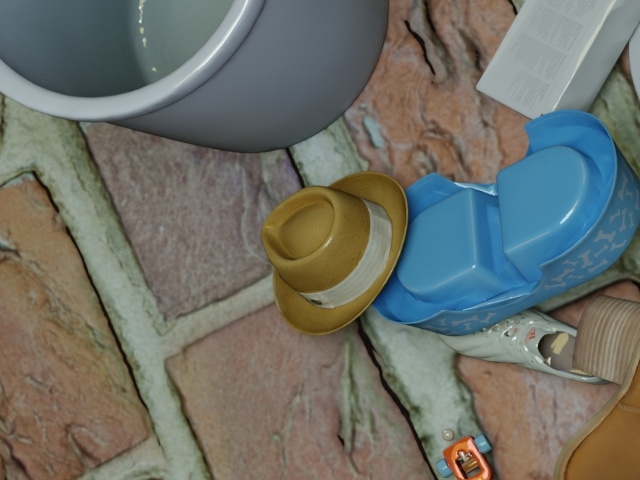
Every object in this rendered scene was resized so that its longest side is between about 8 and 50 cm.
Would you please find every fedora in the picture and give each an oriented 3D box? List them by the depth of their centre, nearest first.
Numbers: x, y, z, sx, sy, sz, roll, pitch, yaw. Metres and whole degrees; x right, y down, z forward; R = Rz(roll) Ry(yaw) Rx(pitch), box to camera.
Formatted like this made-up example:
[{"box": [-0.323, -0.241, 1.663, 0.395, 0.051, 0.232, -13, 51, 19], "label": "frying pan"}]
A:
[{"box": [0.000, 0.000, 1.743, 0.194, 0.079, 0.194, -31, 44, 35], "label": "fedora"}]

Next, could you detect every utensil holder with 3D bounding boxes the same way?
[{"box": [-0.134, -0.255, 1.689, 0.328, 0.385, 0.327, -1, 86, 19], "label": "utensil holder"}]

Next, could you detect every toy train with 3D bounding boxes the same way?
[{"box": [0.121, 0.272, 1.744, 0.166, 0.046, 0.125, -38, 74, 10], "label": "toy train"}]

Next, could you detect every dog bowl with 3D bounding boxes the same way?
[{"box": [0.178, -0.007, 1.675, 0.297, 0.074, 0.166, -27, 47, 32], "label": "dog bowl"}]

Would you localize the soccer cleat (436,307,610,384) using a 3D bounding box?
[{"box": [0.201, 0.095, 1.709, 0.196, 0.076, 0.068, 14, 91, 20], "label": "soccer cleat"}]

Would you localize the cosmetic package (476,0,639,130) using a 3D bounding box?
[{"box": [0.258, -0.226, 1.709, 0.099, 0.060, 0.239, 35, 99, 40], "label": "cosmetic package"}]

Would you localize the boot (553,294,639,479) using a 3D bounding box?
[{"box": [0.335, 0.196, 1.579, 0.220, 0.109, 0.283, 20, 116, 35], "label": "boot"}]

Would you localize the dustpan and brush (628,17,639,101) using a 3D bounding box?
[{"box": [0.367, -0.109, 1.683, 0.147, 0.060, 0.211, 1, 80, 32], "label": "dustpan and brush"}]
